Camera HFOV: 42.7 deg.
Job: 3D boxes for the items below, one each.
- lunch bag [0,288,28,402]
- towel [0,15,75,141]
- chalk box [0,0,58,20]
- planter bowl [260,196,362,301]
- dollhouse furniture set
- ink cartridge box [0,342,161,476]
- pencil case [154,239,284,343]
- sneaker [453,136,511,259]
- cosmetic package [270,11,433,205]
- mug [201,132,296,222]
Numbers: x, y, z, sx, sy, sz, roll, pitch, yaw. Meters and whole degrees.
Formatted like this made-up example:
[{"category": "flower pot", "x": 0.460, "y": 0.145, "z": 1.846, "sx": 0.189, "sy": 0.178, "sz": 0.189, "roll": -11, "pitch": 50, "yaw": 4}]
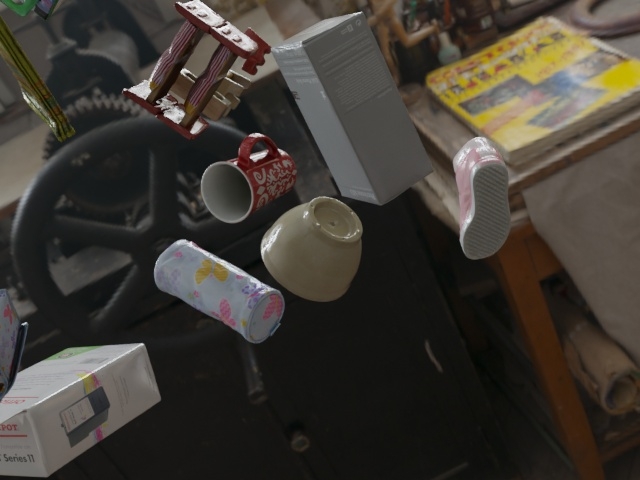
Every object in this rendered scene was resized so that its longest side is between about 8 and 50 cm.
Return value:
[{"category": "lunch bag", "x": -0.289, "y": 0.093, "z": 0.718, "sx": 0.053, "sy": 0.083, "sz": 0.071, "roll": -1, "pitch": 49, "yaw": -4}, {"category": "towel", "x": -0.324, "y": -0.201, "z": 0.816, "sx": 0.021, "sy": 0.237, "sz": 0.102, "roll": -41, "pitch": 59, "yaw": -15}, {"category": "chalk box", "x": -0.545, "y": -0.535, "z": 1.604, "sx": 0.132, "sy": 0.132, "sz": 0.213, "roll": -17, "pitch": 39, "yaw": 59}, {"category": "planter bowl", "x": 0.000, "y": 0.000, "z": 1.296, "sx": 0.109, "sy": 0.162, "sz": 0.162, "roll": -56, "pitch": 11, "yaw": 38}, {"category": "dollhouse furniture set", "x": -0.216, "y": -0.350, "z": 1.600, "sx": 0.201, "sy": 0.152, "sz": 0.374, "roll": -53, "pitch": 5, "yaw": 20}, {"category": "ink cartridge box", "x": -0.464, "y": 0.291, "z": 1.365, "sx": 0.207, "sy": 0.119, "sz": 0.353, "roll": -7, "pitch": 11, "yaw": 30}, {"category": "pencil case", "x": -0.202, "y": 0.100, "z": 1.614, "sx": 0.273, "sy": 0.124, "sz": 0.113, "roll": 25, "pitch": 52, "yaw": 29}, {"category": "sneaker", "x": 0.167, "y": -0.047, "z": 0.852, "sx": 0.050, "sy": 0.134, "sz": 0.070, "roll": -7, "pitch": 43, "yaw": -2}, {"category": "cosmetic package", "x": 0.043, "y": -0.174, "z": 1.096, "sx": 0.107, "sy": 0.238, "sz": 0.127, "roll": -31, "pitch": 18, "yaw": -17}, {"category": "mug", "x": -0.113, "y": -0.118, "z": 1.499, "sx": 0.150, "sy": 0.113, "sz": 0.169, "roll": -41, "pitch": -6, "yaw": 34}]
